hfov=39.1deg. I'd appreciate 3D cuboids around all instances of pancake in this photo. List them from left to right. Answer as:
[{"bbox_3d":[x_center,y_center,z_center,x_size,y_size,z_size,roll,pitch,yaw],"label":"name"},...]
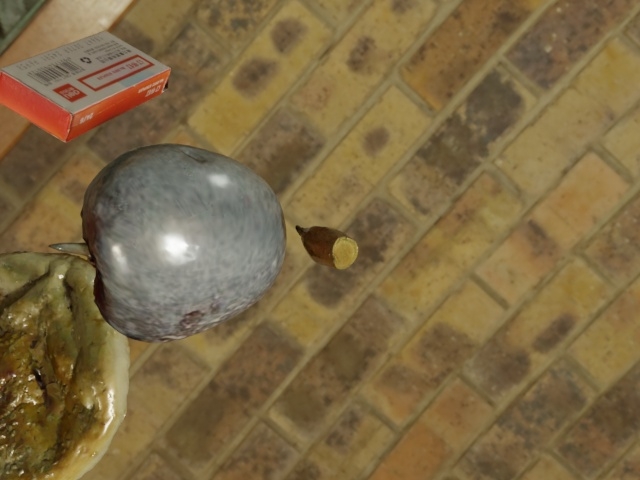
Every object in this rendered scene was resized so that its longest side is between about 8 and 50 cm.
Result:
[{"bbox_3d":[-0.454,0.196,1.345,0.387,0.387,0.082,-48,163,-1],"label":"pancake"}]

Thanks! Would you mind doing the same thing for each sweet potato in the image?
[{"bbox_3d":[0.000,0.000,1.087,0.049,0.049,0.117,-49,-144,-8],"label":"sweet potato"}]

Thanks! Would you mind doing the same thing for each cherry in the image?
[{"bbox_3d":[-0.184,0.002,1.125,0.218,0.296,0.255,-127,-148,-53],"label":"cherry"}]

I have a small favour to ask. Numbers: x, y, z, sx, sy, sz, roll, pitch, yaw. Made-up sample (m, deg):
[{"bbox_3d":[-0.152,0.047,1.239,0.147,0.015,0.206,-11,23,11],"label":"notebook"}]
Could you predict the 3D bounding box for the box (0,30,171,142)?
[{"bbox_3d":[-0.309,-0.212,1.202,0.229,0.123,0.050,-46,164,-54],"label":"box"}]
